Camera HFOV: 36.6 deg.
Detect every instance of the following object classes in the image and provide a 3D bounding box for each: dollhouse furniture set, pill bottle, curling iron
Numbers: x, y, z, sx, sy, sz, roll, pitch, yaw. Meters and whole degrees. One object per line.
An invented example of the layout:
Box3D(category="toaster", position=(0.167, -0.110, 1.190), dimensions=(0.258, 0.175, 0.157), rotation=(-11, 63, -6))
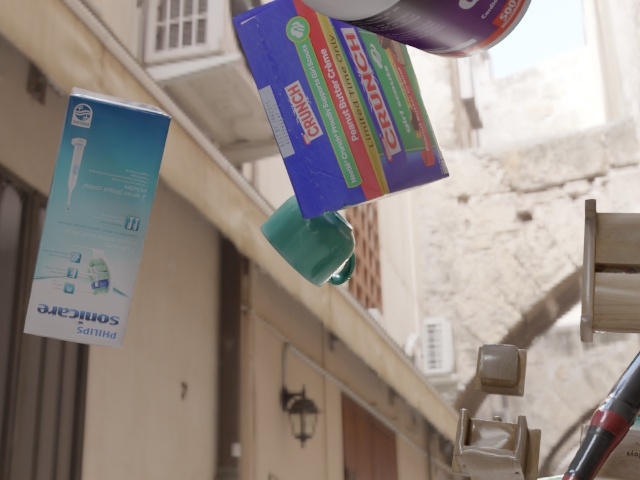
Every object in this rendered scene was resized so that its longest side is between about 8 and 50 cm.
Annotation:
Box3D(category="dollhouse furniture set", position=(0.306, 0.087, 0.965), dimensions=(0.303, 0.356, 0.174), rotation=(3, -28, 17))
Box3D(category="pill bottle", position=(0.080, -0.297, 0.977), dimensions=(0.181, 0.182, 0.323), rotation=(-17, -10, 34))
Box3D(category="curling iron", position=(0.237, 0.155, 0.761), dimensions=(0.068, 0.274, 0.035), rotation=(40, -44, 0))

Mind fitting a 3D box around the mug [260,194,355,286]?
Box3D(category="mug", position=(-0.007, -0.007, 1.452), dimensions=(0.097, 0.129, 0.158), rotation=(-46, -19, 6))

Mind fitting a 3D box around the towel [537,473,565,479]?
Box3D(category="towel", position=(0.345, 0.372, 1.344), dimensions=(0.324, 0.038, 0.248), rotation=(-7, 7, -13))

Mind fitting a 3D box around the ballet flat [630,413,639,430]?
Box3D(category="ballet flat", position=(0.522, 0.278, 1.499), dimensions=(0.213, 0.068, 0.072), rotation=(34, -27, -33))

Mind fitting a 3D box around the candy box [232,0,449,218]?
Box3D(category="candy box", position=(0.041, -0.181, 1.286), dimensions=(0.122, 0.268, 0.317), rotation=(-19, 1, 25))

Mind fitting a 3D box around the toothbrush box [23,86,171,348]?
Box3D(category="toothbrush box", position=(-0.289, -0.037, 1.244), dimensions=(0.126, 0.296, 0.216), rotation=(12, 7, -16))
